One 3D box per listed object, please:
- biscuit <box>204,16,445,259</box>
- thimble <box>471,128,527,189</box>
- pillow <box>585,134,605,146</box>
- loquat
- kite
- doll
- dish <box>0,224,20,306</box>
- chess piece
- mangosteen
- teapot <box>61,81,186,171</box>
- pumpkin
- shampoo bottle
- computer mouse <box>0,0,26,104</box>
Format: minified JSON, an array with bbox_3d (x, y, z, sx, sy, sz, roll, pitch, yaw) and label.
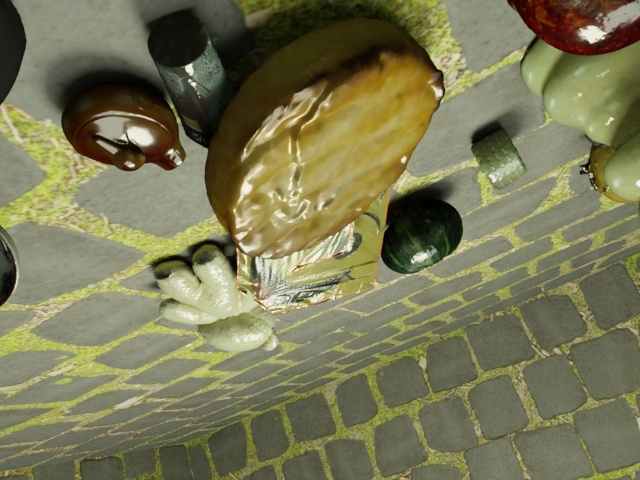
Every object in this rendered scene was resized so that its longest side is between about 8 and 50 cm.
[{"bbox_3d":[0.001,-0.109,0.640,0.296,0.102,0.296,-34,154,-19],"label":"biscuit"},{"bbox_3d":[0.288,-0.128,0.924,0.062,0.085,0.110,-29,155,20],"label":"thimble"},{"bbox_3d":[0.521,-0.245,0.839,0.161,0.093,0.335,-12,159,-30],"label":"pillow"},{"bbox_3d":[0.575,-0.154,1.033,0.204,0.150,0.172,-35,157,13],"label":"loquat"},{"bbox_3d":[0.001,0.001,0.965,0.327,0.013,0.377,-42,136,12],"label":"kite"},{"bbox_3d":[-0.180,0.094,1.041,0.175,0.149,0.278,6,148,22],"label":"doll"},{"bbox_3d":[-0.411,0.011,0.666,0.141,0.078,0.141,-3,117,-6],"label":"dish"},{"bbox_3d":[0.399,-0.124,0.696,0.182,0.331,0.182,-19,159,-7],"label":"chess piece"},{"bbox_3d":[0.254,-0.257,0.525,0.181,0.155,0.146,-55,169,-45],"label":"mangosteen"},{"bbox_3d":[-0.190,-0.102,0.570,0.098,0.078,0.129,-28,158,21],"label":"teapot"},{"bbox_3d":[0.186,-0.007,1.072,0.167,0.125,0.167,-17,179,0],"label":"pumpkin"},{"bbox_3d":[-0.113,-0.137,0.586,0.063,0.057,0.208,-47,164,-13],"label":"shampoo bottle"},{"bbox_3d":[-0.344,-0.104,0.402,0.269,0.100,0.170,-21,157,2],"label":"computer mouse"}]
